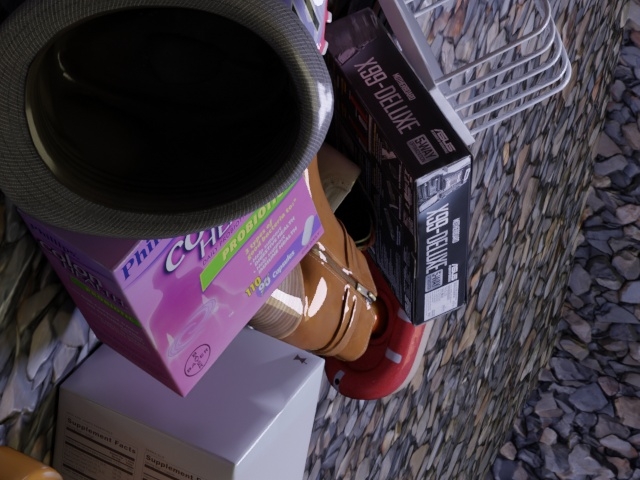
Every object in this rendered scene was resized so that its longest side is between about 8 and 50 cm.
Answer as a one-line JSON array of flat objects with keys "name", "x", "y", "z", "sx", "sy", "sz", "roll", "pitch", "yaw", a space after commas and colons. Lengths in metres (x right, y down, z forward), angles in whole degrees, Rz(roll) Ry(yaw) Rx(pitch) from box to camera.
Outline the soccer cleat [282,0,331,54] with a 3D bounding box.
[{"name": "soccer cleat", "x": -0.024, "y": -0.266, "z": 1.907, "sx": 0.095, "sy": 0.083, "sz": 0.248, "roll": 21, "pitch": 96, "yaw": -43}]

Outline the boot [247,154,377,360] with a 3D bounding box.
[{"name": "boot", "x": -0.006, "y": -0.020, "z": 1.986, "sx": 0.220, "sy": 0.109, "sz": 0.284, "roll": 28, "pitch": 59, "yaw": -50}]

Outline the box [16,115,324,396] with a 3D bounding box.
[{"name": "box", "x": -0.124, "y": -0.017, "z": 1.671, "sx": 0.213, "sy": 0.117, "sz": 0.243, "roll": -50, "pitch": 151, "yaw": -18}]

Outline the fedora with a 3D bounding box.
[{"name": "fedora", "x": -0.129, "y": -0.128, "z": 1.487, "sx": 0.124, "sy": 0.275, "sz": 0.244, "roll": -91, "pitch": 170, "yaw": -57}]

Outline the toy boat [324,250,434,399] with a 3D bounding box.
[{"name": "toy boat", "x": 0.060, "y": 0.106, "z": 2.563, "sx": 0.151, "sy": 0.151, "sz": 0.231, "roll": 2, "pitch": 111, "yaw": -41}]

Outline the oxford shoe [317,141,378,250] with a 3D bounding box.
[{"name": "oxford shoe", "x": 0.000, "y": 0.000, "z": 2.187, "sx": 0.123, "sy": 0.130, "sz": 0.348, "roll": -62, "pitch": 163, "yaw": -21}]

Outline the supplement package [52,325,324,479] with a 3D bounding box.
[{"name": "supplement package", "x": -0.141, "y": 0.233, "z": 1.903, "sx": 0.199, "sy": 0.198, "sz": 0.263, "roll": -47, "pitch": 153, "yaw": -51}]

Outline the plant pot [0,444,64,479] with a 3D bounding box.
[{"name": "plant pot", "x": -0.245, "y": 0.312, "z": 1.682, "sx": 0.205, "sy": 0.188, "sz": 0.205, "roll": -58, "pitch": 161, "yaw": -34}]

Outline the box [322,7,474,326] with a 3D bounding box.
[{"name": "box", "x": 0.084, "y": -0.079, "z": 2.176, "sx": 0.076, "sy": 0.242, "sz": 0.307, "roll": -24, "pitch": 147, "yaw": -13}]

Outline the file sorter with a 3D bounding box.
[{"name": "file sorter", "x": 0.182, "y": -0.258, "z": 2.227, "sx": 0.173, "sy": 0.193, "sz": 0.277, "roll": -26, "pitch": 166, "yaw": 8}]
